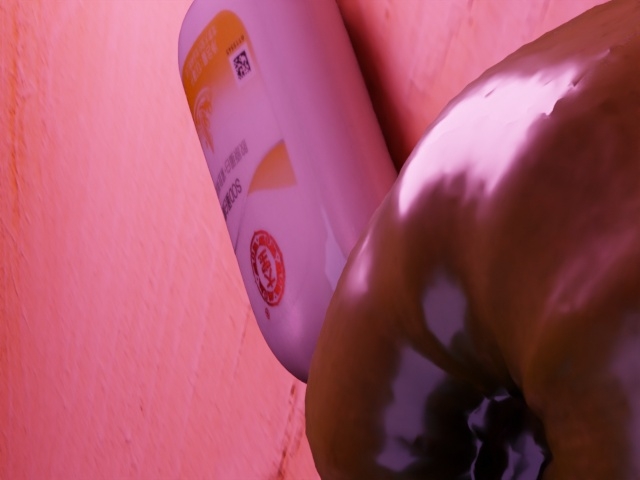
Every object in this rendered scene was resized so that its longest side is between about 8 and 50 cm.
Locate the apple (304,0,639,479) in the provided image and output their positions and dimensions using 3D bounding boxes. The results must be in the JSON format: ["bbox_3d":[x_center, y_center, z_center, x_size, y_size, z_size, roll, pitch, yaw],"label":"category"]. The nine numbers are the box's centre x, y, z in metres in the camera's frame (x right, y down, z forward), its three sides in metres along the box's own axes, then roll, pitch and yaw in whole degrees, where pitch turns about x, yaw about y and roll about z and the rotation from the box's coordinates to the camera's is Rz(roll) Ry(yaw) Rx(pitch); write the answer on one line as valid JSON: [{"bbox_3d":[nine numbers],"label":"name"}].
[{"bbox_3d":[0.143,0.042,0.469,0.279,0.279,0.279,36,131,55],"label":"apple"}]

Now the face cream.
[{"bbox_3d":[0.000,0.000,0.936,0.144,0.071,0.291,-43,62,61],"label":"face cream"}]
